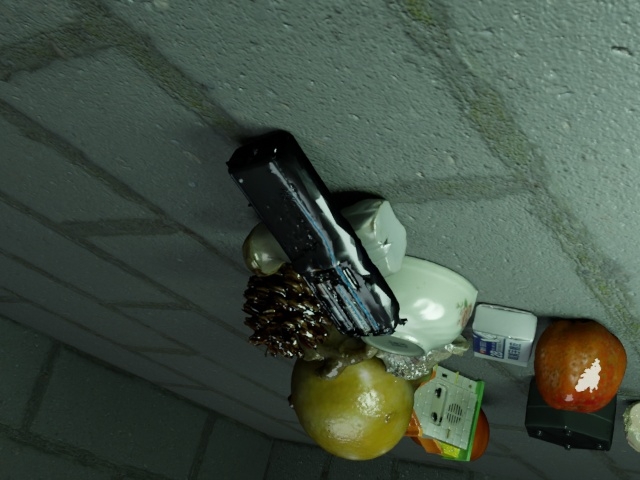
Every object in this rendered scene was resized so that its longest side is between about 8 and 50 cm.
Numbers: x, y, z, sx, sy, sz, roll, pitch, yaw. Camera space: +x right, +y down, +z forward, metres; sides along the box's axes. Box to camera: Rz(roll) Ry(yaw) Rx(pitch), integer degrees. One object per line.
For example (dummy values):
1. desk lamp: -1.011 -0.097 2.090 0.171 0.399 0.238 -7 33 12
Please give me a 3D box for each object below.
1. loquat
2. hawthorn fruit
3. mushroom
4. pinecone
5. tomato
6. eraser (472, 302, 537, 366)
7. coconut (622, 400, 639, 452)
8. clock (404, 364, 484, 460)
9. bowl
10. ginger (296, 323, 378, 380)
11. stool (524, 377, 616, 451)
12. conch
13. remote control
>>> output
1. loquat: 0.101 0.359 1.883 0.359 0.329 0.328 -17 149 13
2. hawthorn fruit: 0.501 0.246 1.522 0.189 0.189 0.189 13 158 5
3. mushroom: 0.000 0.000 1.372 0.328 0.122 0.159 -3 116 37
4. pinecone: -0.069 0.149 1.627 0.221 0.222 0.221 13 158 5
5. tomato: 0.378 0.536 2.286 0.259 0.180 0.260 14 170 2
6. eraser: 0.386 0.204 1.641 0.124 0.068 0.210 9 158 15
7. coconut: 0.803 0.459 1.917 0.116 0.116 0.122 5 151 24
8. clock: 0.291 0.441 2.074 0.255 0.220 0.106 26 158 -23
9. bowl: 0.162 0.142 1.546 0.276 0.145 0.277 15 158 6
10. ginger: -0.008 0.211 1.757 0.333 0.166 0.080 29 -160 32
11. stool: 0.621 0.435 1.940 0.232 0.141 0.232 14 159 5
12. conch: 0.213 0.226 1.730 0.245 0.178 0.163 -1 115 23
13. remote control: -0.006 0.011 1.243 0.144 0.062 0.399 -14 123 36
